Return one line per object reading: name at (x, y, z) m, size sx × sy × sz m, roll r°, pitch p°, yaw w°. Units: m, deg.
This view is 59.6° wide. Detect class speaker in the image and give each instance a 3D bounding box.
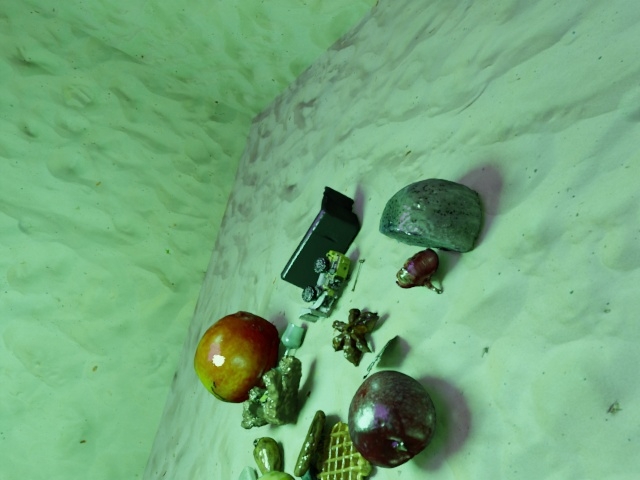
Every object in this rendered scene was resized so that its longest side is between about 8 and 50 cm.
speaker at (0.000, 0.000, 2.225) m, size 0.388 × 0.180 × 0.184 m, roll -58°, pitch 20°, yaw 15°

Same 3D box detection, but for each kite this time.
kite at (0.163, 0.345, 1.621) m, size 0.141 × 0.015 × 0.245 m, roll -55°, pitch -9°, yaw 9°

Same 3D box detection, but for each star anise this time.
star anise at (0.106, 0.300, 1.842) m, size 0.196 × 0.111 × 0.212 m, roll -112°, pitch 44°, yaw -66°

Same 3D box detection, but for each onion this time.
onion at (0.303, 0.105, 1.633) m, size 0.150 × 0.140 × 0.150 m, roll -41°, pitch -13°, yaw -11°

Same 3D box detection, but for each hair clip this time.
hair clip at (-0.029, 0.761, 1.775) m, size 0.066 × 0.036 × 0.229 m, roll -62°, pitch 18°, yaw -4°

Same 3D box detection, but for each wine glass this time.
wine glass at (-0.127, 0.425, 2.203) m, size 0.079 × 0.079 × 0.195 m, roll 9°, pitch 76°, yaw 64°

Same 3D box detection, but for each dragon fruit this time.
dragon fruit at (0.310, -0.089, 1.638) m, size 0.283 × 0.221 × 0.203 m, roll 4°, pitch 78°, yaw 66°

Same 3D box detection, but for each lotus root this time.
lotus root at (-0.184, 0.794, 1.996) m, size 0.190 × 0.095 × 0.108 m, roll -119°, pitch 32°, yaw -49°

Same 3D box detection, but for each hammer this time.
hammer at (0.134, 0.128, 2.030) m, size 0.029 × 0.014 × 0.122 m, roll 168°, pitch 119°, yaw -70°

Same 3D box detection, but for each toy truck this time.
toy truck at (0.022, 0.178, 2.073) m, size 0.111 × 0.136 × 0.285 m, roll 18°, pitch 86°, yaw 44°

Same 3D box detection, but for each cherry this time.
cherry at (0.180, 0.452, 1.449) m, size 0.230 × 0.203 × 0.300 m, roll -58°, pitch 12°, yaw 21°

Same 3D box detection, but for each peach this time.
peach at (-0.328, 0.470, 2.276) m, size 0.370 × 0.370 × 0.369 m, roll -44°, pitch 33°, yaw 39°

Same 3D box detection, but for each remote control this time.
remote control at (-0.253, 0.935, 2.046) m, size 0.090 × 0.049 × 0.230 m, roll -60°, pitch 25°, yaw 12°

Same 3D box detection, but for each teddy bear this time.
teddy bear at (-0.186, 0.560, 2.053) m, size 0.223 × 0.246 × 0.295 m, roll 8°, pitch 112°, yaw 34°

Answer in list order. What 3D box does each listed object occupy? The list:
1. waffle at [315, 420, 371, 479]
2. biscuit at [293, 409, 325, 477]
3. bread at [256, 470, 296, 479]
waffle at (0.065, 0.646, 1.668) m, size 0.249 × 0.056 × 0.253 m, roll -57°, pitch 25°, yaw 20°
biscuit at (-0.032, 0.648, 1.780) m, size 0.226 × 0.042 × 0.225 m, roll 21°, pitch -90°, yaw -87°
bread at (-0.125, 0.875, 1.721) m, size 0.333 × 0.160 × 0.332 m, roll -41°, pitch 37°, yaw 40°
